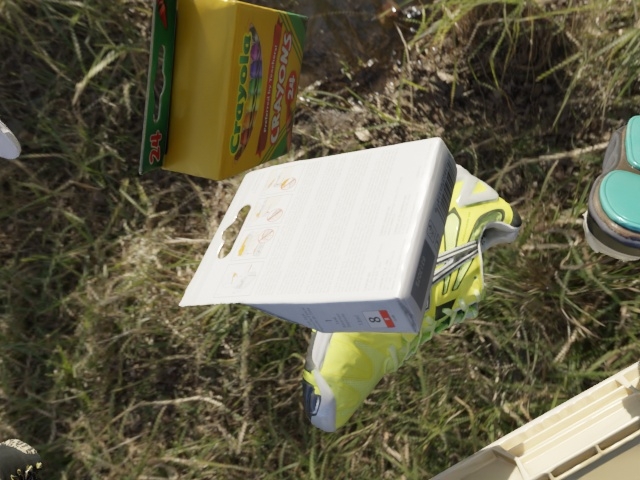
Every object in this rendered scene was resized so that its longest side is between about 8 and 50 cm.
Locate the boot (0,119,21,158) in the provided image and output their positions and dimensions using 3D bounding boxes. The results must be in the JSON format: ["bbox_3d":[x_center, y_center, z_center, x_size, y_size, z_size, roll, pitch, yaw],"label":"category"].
[{"bbox_3d":[-0.600,-0.236,1.148,0.069,0.190,0.086,-11,49,22],"label":"boot"}]

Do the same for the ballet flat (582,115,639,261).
[{"bbox_3d":[0.231,-0.026,0.471,0.074,0.203,0.074,14,125,22],"label":"ballet flat"}]

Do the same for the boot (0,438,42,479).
[{"bbox_3d":[-0.513,0.408,1.064,0.237,0.179,0.085,22,93,18],"label":"boot"}]

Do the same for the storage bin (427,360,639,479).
[{"bbox_3d":[0.261,0.243,0.466,0.260,0.123,0.262,-30,81,1],"label":"storage bin"}]

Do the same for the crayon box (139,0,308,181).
[{"bbox_3d":[-0.108,-0.193,0.808,0.081,0.318,0.202,14,109,12],"label":"crayon box"}]

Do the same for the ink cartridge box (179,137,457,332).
[{"bbox_3d":[0.000,0.000,0.471,0.179,0.045,0.145,-7,46,33],"label":"ink cartridge box"}]

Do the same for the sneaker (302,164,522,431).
[{"bbox_3d":[0.113,0.064,0.773,0.147,0.145,0.384,27,69,20],"label":"sneaker"}]
